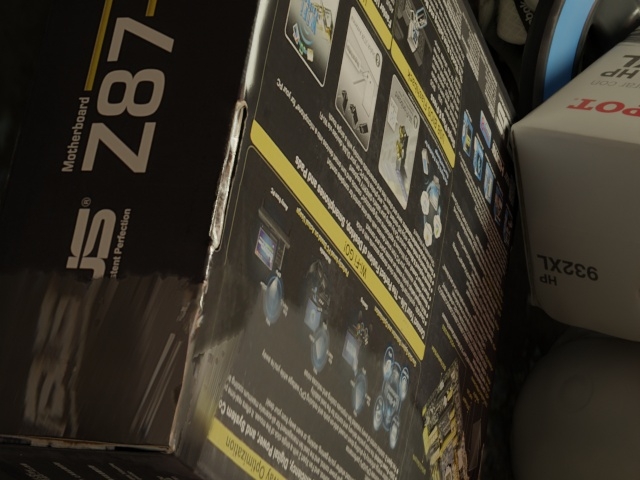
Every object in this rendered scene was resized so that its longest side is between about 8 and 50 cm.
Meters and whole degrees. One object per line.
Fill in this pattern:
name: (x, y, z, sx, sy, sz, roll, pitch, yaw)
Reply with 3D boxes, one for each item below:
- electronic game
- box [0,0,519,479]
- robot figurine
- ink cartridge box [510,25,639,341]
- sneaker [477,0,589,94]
electronic game: (0.205, -0.113, 1.030, 0.229, 0.048, 0.229, -19, 118, -40)
box: (0.000, 0.000, 0.724, 0.395, 0.097, 0.318, 53, 41, -60)
robot figurine: (0.257, 0.099, 1.044, 0.353, 0.200, 0.300, -44, 161, -35)
ink cartridge box: (0.288, -0.063, 0.924, 0.307, 0.223, 0.129, -38, 127, -38)
sneaker: (0.142, -0.200, 1.038, 0.118, 0.110, 0.292, -45, 121, -38)
